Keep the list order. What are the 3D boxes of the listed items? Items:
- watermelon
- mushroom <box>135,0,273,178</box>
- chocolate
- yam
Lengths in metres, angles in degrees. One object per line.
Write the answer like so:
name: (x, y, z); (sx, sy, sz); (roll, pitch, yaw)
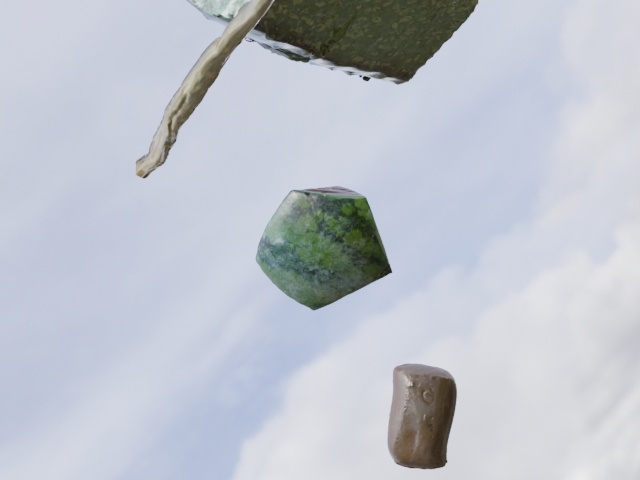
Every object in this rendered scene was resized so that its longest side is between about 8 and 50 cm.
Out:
watermelon: (0.001, 0.005, 1.036); (0.092, 0.084, 0.072); (-13, -3, 9)
mushroom: (-0.046, -0.094, 0.708); (0.028, 0.026, 0.286); (0, -21, -21)
chocolate: (0.094, 0.169, 1.385); (0.031, 0.065, 0.100); (-10, -71, -83)
yam: (0.015, -0.239, 1.119); (0.202, 0.201, 0.271); (-44, -31, 18)
